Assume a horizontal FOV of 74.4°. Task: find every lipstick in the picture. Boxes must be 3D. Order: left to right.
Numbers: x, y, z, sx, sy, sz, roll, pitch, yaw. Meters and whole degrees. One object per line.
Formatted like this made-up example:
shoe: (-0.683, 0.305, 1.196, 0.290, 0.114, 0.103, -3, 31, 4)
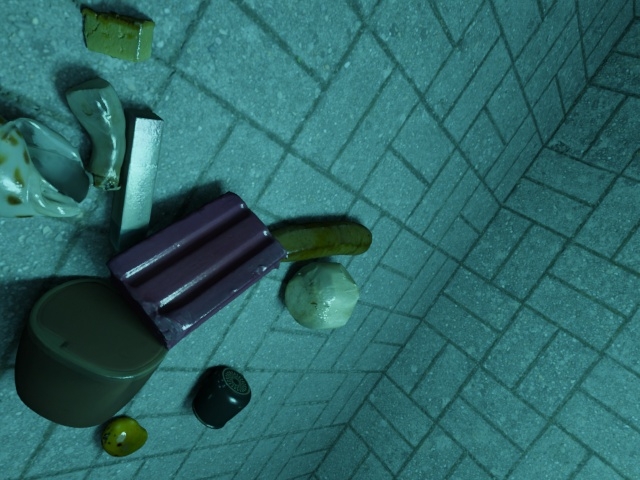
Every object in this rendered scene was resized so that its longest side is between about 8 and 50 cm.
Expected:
lipstick: (-0.414, -0.126, 0.941, 0.066, 0.068, 0.317, -5, 123, -44)

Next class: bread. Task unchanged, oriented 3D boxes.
bread: (-0.384, -0.388, 0.802, 0.109, 0.080, 0.084, 10, 117, -11)

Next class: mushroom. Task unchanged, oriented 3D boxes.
mushroom: (-0.437, -0.205, 0.846, 0.092, 0.081, 0.223, -35, 145, -45)

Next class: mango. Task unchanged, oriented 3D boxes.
mango: (-0.619, 0.624, 1.330, 0.115, 0.090, 0.178, -39, 149, -27)

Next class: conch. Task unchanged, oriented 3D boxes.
conch: (-0.556, -0.135, 0.729, 0.149, 0.182, 0.274, -15, 132, 19)

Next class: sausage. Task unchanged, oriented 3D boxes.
sausage: (0.001, -0.002, 1.426, 0.501, 0.123, 0.136, -5, 152, -43)

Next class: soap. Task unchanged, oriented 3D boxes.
soap: (-0.286, 0.061, 1.023, 0.360, 0.233, 0.128, -38, 174, -35)

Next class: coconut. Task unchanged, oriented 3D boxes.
coconut: (0.016, 0.195, 1.511, 0.247, 0.245, 0.244, 0, 119, -47)

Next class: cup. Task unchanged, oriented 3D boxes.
cup: (-0.344, 0.554, 1.508, 0.176, 0.169, 0.223, -52, 173, 6)

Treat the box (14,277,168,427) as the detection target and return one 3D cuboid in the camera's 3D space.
box: (-0.527, 0.260, 0.963, 0.301, 0.301, 0.216, 15, 119, -50)
